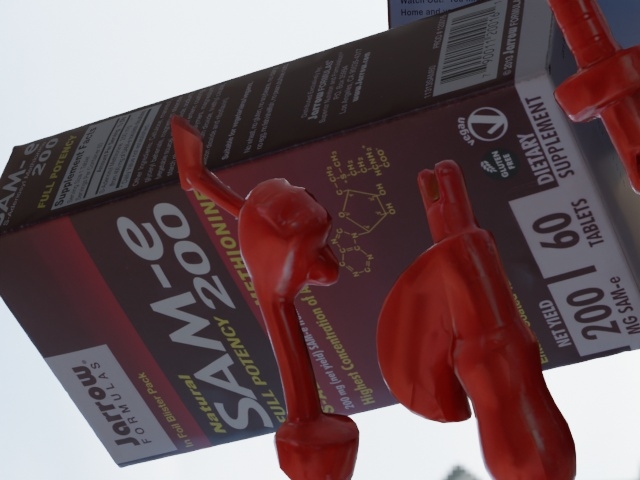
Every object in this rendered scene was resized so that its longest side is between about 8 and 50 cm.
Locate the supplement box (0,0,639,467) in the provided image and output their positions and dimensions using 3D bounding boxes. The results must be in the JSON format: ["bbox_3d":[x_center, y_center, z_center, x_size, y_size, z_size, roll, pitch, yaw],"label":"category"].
[{"bbox_3d":[0.000,0.000,0.664,0.130,0.239,0.073,61,-154,-30],"label":"supplement box"}]

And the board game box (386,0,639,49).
[{"bbox_3d":[0.160,-0.114,0.675,0.027,0.281,0.145,-28,-63,-63],"label":"board game box"}]

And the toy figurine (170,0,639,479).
[{"bbox_3d":[0.171,-0.024,0.370,0.217,0.362,0.191,-13,-106,-52],"label":"toy figurine"}]
